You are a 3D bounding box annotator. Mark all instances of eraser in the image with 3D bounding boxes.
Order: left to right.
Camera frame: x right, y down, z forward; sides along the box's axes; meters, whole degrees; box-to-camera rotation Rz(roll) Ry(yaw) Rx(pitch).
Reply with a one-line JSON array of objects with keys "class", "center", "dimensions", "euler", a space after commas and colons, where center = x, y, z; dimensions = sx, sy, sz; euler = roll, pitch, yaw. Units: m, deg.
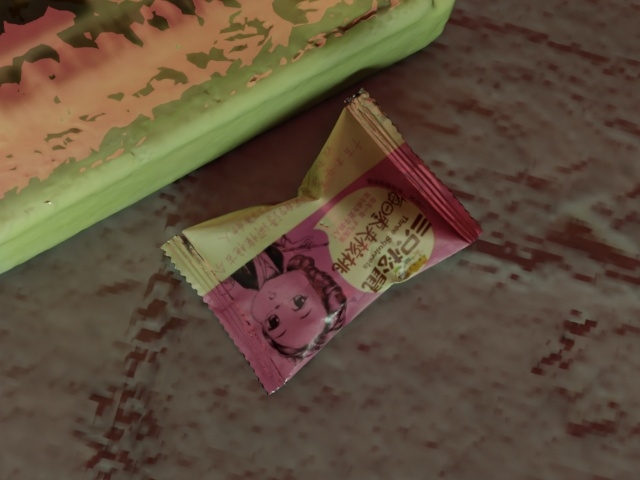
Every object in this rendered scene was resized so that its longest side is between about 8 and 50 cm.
[{"class": "eraser", "center": [-0.057, -0.080, 0.494], "dimensions": [0.172, 0.058, 0.117], "euler": [-29, 81, -13]}]

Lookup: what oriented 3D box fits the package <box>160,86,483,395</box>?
[{"class": "package", "center": [0.000, 0.000, 0.495], "dimensions": [0.083, 0.029, 0.059], "euler": [-38, 90, -4]}]
